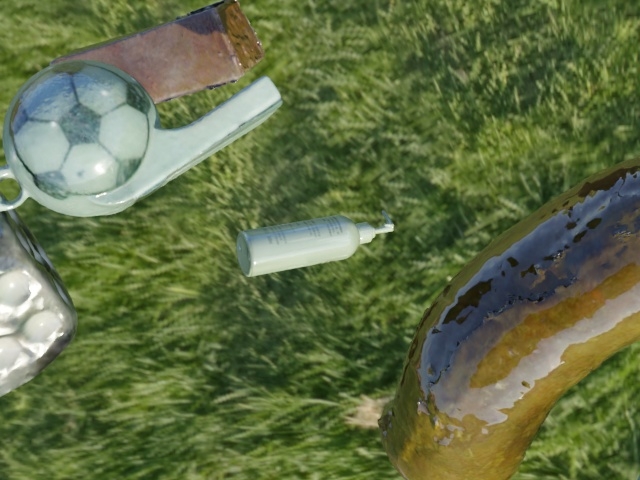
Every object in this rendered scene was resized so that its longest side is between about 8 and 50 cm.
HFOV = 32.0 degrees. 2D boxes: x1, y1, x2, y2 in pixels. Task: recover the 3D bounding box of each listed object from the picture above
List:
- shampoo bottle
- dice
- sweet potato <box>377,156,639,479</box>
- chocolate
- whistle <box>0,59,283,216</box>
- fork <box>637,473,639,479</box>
[{"bbox_3d":[0.000,0.000,1.317,0.195,0.056,0.056,-10,72,-21],"label":"shampoo bottle"},{"bbox_3d":[-0.387,0.058,1.220,0.182,0.181,0.183,-33,39,-6],"label":"dice"},{"bbox_3d":[0.136,0.027,0.534,0.286,0.085,0.112,-38,112,22],"label":"sweet potato"},{"bbox_3d":[-0.251,-0.259,1.636,0.321,0.112,0.112,-14,111,24],"label":"chocolate"},{"bbox_3d":[-0.195,-0.115,1.068,0.289,0.163,0.163,-35,70,-15],"label":"whistle"},{"bbox_3d":[0.405,0.206,1.298,0.039,0.021,0.235,25,72,20],"label":"fork"}]
